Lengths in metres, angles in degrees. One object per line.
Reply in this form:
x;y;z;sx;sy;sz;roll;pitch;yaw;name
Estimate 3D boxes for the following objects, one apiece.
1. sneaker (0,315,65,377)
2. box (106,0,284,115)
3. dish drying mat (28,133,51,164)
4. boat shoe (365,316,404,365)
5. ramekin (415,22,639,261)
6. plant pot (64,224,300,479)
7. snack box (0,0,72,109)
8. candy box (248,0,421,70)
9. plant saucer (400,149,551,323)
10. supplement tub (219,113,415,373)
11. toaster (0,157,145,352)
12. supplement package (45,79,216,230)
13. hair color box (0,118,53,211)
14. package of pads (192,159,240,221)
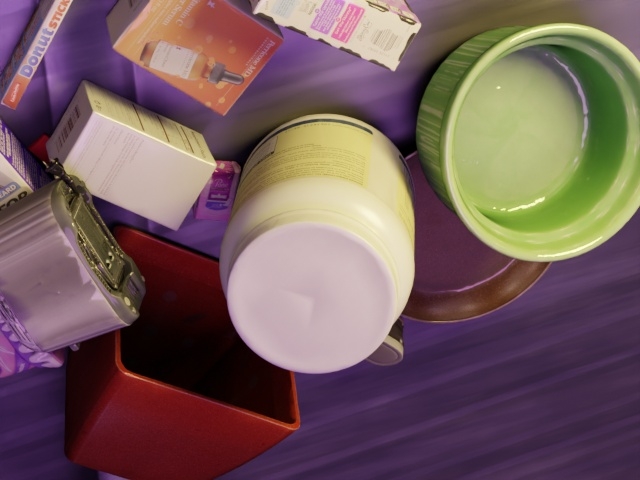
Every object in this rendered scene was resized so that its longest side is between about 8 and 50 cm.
-0.421;0.094;1.883;0.104;0.095;0.236;-25;130;13;sneaker
-0.153;-0.258;1.840;0.170;0.091;0.130;30;111;-29;box
-0.336;-0.104;1.946;0.032;0.008;0.083;-41;124;13;dish drying mat
0.033;0.095;2.141;0.081;0.069;0.227;-24;131;38;boat shoe
0.271;-0.135;1.952;0.303;0.148;0.303;-4;105;-17;ramekin
-0.211;0.186;2.032;0.267;0.267;0.236;22;126;-26;plant pot
-0.340;-0.246;1.815;0.022;0.064;0.178;21;116;-26;snack box
0.003;-0.298;1.809;0.196;0.165;0.070;19;116;-25;candy box
0.191;-0.022;2.113;0.310;0.050;0.311;-7;125;-11;plant saucer
0.000;0.000;1.881;0.235;0.325;0.235;2;115;4;supplement tub
-0.324;0.027;1.823;0.146;0.129;0.227;-26;112;11;toaster
-0.239;-0.107;1.905;0.179;0.105;0.105;25;108;-27;supplement package
-0.463;-0.075;1.872;0.185;0.110;0.339;-31;123;8;hair color box
-0.138;-0.065;2.008;0.050;0.032;0.083;3;122;-20;package of pads
